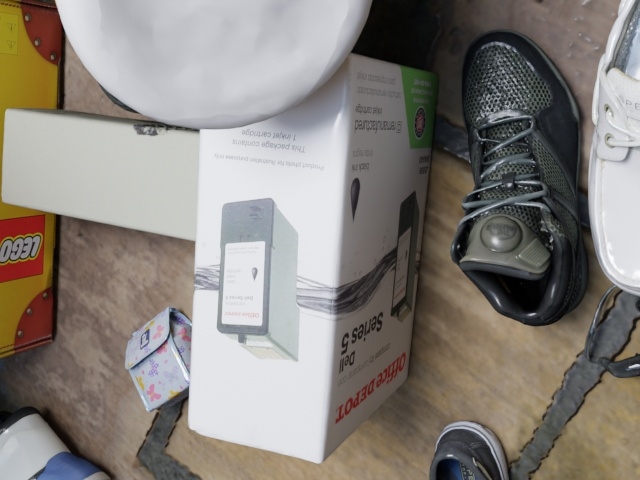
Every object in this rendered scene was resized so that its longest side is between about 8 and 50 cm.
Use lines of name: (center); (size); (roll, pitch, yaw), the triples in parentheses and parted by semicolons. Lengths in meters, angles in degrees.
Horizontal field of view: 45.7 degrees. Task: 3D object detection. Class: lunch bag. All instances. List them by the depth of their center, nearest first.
lunch bag: (-0.156, 0.118, 0.761); (0.071, 0.053, 0.083); (-35, 73, 24)

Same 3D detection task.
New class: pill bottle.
pill bottle: (-0.087, -0.202, 0.454); (0.162, 0.162, 0.278); (-51, 41, 23)

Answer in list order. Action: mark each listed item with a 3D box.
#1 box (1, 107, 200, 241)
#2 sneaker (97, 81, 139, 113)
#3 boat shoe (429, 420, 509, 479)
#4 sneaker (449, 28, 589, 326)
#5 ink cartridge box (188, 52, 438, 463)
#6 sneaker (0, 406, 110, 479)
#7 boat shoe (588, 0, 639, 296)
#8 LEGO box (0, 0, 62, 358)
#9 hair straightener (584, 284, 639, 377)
box: (-0.155, -0.063, 0.703); (0.275, 0.113, 0.094); (11, 101, 23)
sneaker: (-0.117, -0.297, 0.659); (0.147, 0.145, 0.385); (53, 130, 51)
boat shoe: (0.137, 0.267, 0.624); (0.080, 0.076, 0.228); (-10, 93, 27)
sneaker: (0.143, -0.046, 0.551); (0.087, 0.130, 0.228); (-6, 92, 25)
ink cartridge box: (0.000, 0.000, 0.586); (0.114, 0.198, 0.273); (8, 101, 23)
sneaker: (-0.391, 0.294, 0.870); (0.315, 0.127, 0.182); (-44, 74, 17)
boat shoe: (0.227, -0.094, 0.513); (0.098, 0.096, 0.277); (9, 99, 34)
LEGO box: (-0.468, -0.048, 0.640); (0.193, 0.500, 0.372); (10, 101, 24)
hair straightener: (0.296, 0.039, 0.544); (0.230, 0.047, 0.089); (-27, 64, 32)
